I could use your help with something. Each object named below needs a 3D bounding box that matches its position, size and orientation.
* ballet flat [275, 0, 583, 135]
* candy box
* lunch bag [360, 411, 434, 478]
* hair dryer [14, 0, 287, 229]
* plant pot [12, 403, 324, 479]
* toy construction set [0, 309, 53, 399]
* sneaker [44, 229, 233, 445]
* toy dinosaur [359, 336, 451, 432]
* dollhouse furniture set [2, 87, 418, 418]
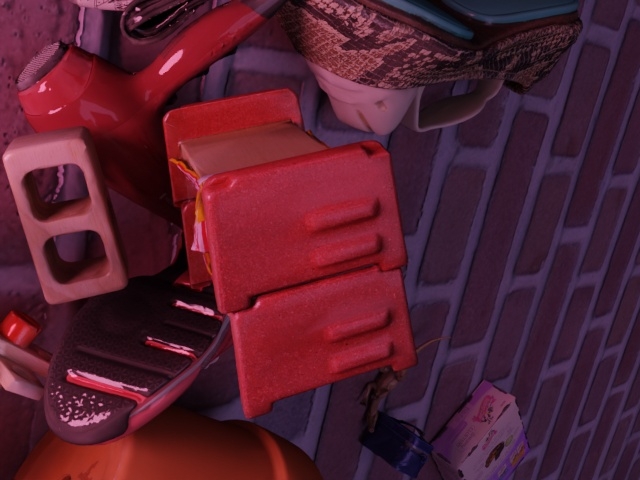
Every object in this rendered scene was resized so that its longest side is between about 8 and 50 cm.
[{"bbox_3d":[0.114,-0.198,0.755,0.483,0.164,0.182,-12,134,-42],"label":"ballet flat"},{"bbox_3d":[0.288,0.372,1.257,0.165,0.070,0.196,-44,135,-19],"label":"candy box"},{"bbox_3d":[0.117,0.299,1.035,0.067,0.098,0.065,39,79,-41],"label":"lunch bag"},{"bbox_3d":[-0.120,-0.128,0.547,0.223,0.080,0.293,0,127,-9],"label":"hair dryer"},{"bbox_3d":[-0.163,0.272,0.644,0.203,0.291,0.291,43,78,-28],"label":"plant pot"},{"bbox_3d":[-0.336,0.171,0.492,0.215,0.151,0.328,38,69,-18],"label":"toy construction set"},{"bbox_3d":[-0.114,0.080,0.643,0.314,0.116,0.136,-53,153,-44],"label":"sneaker"},{"bbox_3d":[0.107,0.191,1.018,0.183,0.053,0.092,-51,152,-1],"label":"toy dinosaur"},{"bbox_3d":[-0.151,0.020,0.459,0.374,0.201,0.152,-13,115,-13],"label":"dollhouse furniture set"}]
